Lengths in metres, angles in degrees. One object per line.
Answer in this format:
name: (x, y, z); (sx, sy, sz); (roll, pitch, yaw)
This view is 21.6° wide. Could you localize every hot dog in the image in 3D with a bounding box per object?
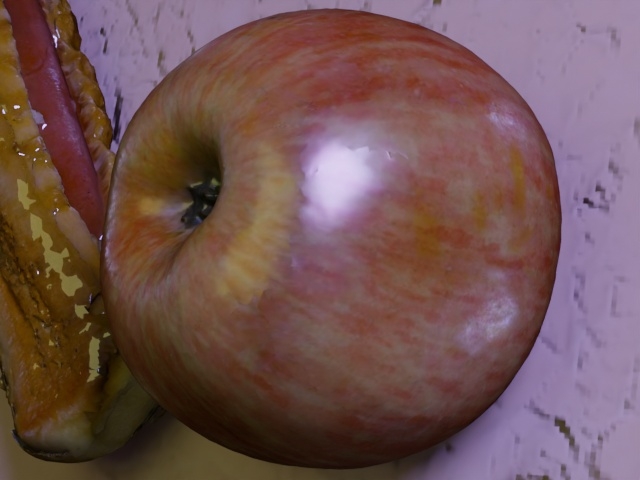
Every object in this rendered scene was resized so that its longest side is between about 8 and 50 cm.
hot dog: (-0.119, -0.043, 0.674); (0.083, 0.068, 0.289); (-51, 50, 40)

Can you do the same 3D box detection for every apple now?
apple: (0.000, 0.000, 0.522); (0.146, 0.131, 0.146); (-14, 68, 38)
